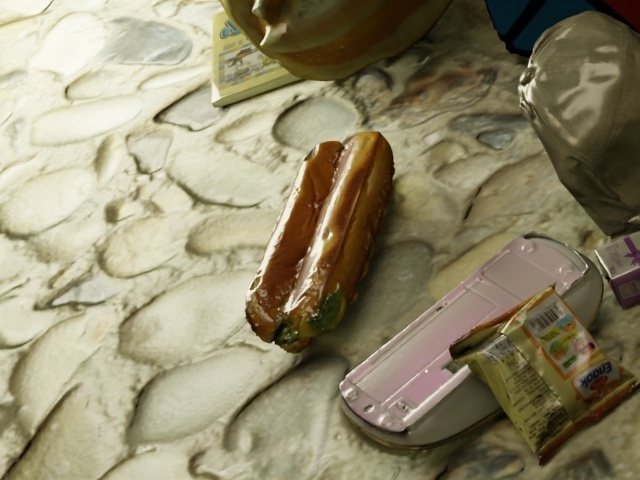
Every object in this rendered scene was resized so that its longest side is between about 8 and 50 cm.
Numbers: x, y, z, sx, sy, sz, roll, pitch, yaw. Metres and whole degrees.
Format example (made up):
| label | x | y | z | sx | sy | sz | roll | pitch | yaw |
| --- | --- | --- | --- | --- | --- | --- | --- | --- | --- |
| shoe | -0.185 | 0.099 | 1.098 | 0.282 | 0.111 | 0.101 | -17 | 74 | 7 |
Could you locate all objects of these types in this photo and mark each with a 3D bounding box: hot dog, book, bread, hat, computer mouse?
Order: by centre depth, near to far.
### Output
| label | x | y | z | sx | sy | sz | roll | pitch | yaw |
| --- | --- | --- | --- | --- | --- | --- | --- | --- | --- |
| computer mouse | 0.127 | 0.088 | 1.653 | 0.245 | 0.056 | 0.126 | -38 | 39 | -17 |
| hat | 0.308 | -0.131 | 1.727 | 0.244 | 0.149 | 0.214 | -17 | 49 | 32 |
| hot dog | 0.000 | 0.000 | 1.833 | 0.115 | 0.072 | 0.269 | -4 | 42 | 27 |
| bread | 0.023 | -0.321 | 2.100 | 0.300 | 0.210 | 0.341 | -47 | 27 | 1 |
| book | -0.044 | -0.227 | 2.206 | 0.168 | 0.013 | 0.192 | -19 | 35 | 10 |

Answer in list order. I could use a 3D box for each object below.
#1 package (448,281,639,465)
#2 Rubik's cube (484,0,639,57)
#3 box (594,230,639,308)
| label | x | y | z | sx | sy | sz | roll | pitch | yaw |
| --- | --- | --- | --- | --- | --- | --- | --- | --- | --- |
| package | 0.179 | 0.102 | 1.581 | 0.108 | 0.031 | 0.121 | -35 | 74 | -13 |
| Rubik's cube | 0.299 | -0.329 | 1.919 | 0.248 | 0.246 | 0.250 | 12 | 48 | 39 |
| box | 0.295 | 0.011 | 1.667 | 0.117 | 0.036 | 0.051 | -22 | 35 | 3 |
